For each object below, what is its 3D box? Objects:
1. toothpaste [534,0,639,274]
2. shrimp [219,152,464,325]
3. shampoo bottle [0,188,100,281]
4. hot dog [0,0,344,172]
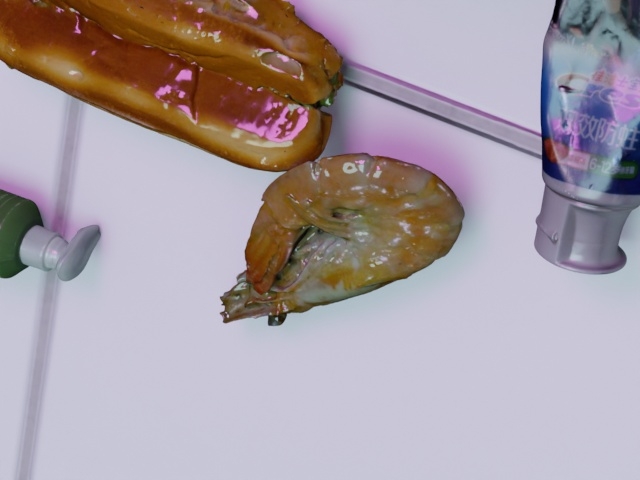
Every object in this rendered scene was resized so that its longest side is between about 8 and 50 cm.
[{"bbox_3d":[0.173,-0.111,1.099,0.096,0.061,0.266,18,115,20],"label":"toothpaste"},{"bbox_3d":[0.000,-0.002,1.226,0.115,0.051,0.217,38,138,-21],"label":"shrimp"},{"bbox_3d":[-0.256,-0.018,1.356,0.204,0.065,0.065,19,121,20],"label":"shampoo bottle"},{"bbox_3d":[-0.107,-0.131,1.216,0.269,0.072,0.115,26,124,16],"label":"hot dog"}]
